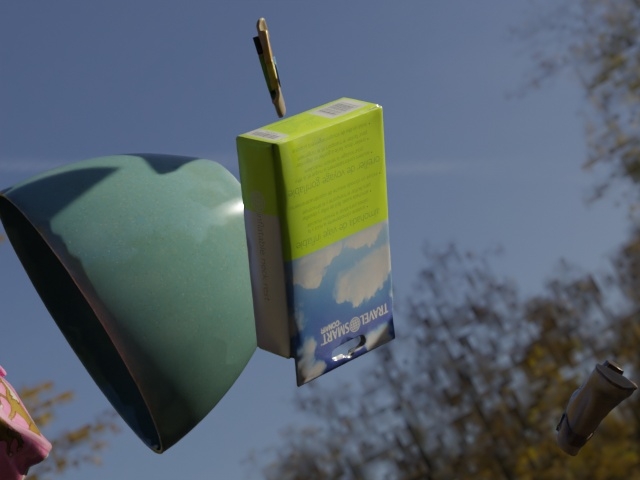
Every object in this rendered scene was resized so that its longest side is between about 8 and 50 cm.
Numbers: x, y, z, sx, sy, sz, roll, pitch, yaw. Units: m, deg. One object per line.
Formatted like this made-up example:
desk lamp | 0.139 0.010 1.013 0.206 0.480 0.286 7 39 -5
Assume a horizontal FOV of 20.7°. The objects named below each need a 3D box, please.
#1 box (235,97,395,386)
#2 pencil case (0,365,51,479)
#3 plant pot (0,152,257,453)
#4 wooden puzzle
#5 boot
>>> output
box | 0.000 0.000 1.229 0.042 0.178 0.109 15 28 42
pencil case | -0.386 0.243 1.393 0.386 0.167 0.160 -46 -34 -5
plant pot | -0.151 0.029 1.679 0.195 0.290 0.290 -33 -14 -15
wooden puzzle | -0.043 -0.142 1.455 0.014 0.079 0.116 -13 -15 1
boot | 0.241 0.152 1.563 0.087 0.042 0.118 -59 -5 8
